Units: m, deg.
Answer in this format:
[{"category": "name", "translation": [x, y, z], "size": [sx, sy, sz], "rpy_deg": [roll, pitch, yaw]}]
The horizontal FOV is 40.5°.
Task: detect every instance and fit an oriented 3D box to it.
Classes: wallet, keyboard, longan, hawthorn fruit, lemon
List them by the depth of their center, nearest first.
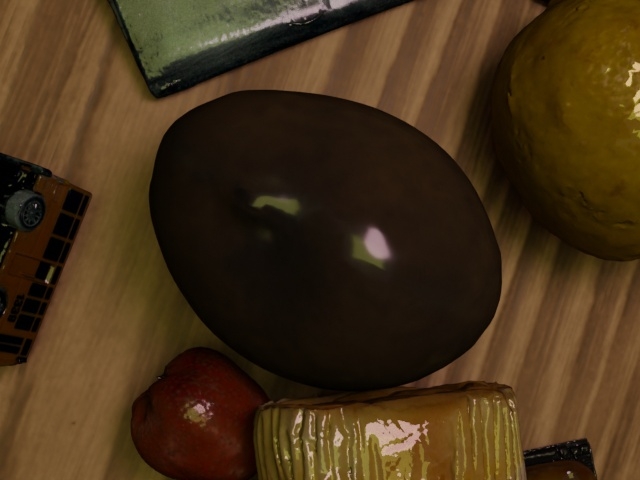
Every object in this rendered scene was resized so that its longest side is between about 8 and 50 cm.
[{"category": "longan", "translation": [0.000, 0.000, 0.815], "size": [0.350, 0.288, 0.288], "rpy_deg": [28, 83, 1]}, {"category": "hawthorn fruit", "translation": [-0.113, 0.180, 0.864], "size": [0.138, 0.133, 0.133], "rpy_deg": [39, 82, -5]}, {"category": "lemon", "translation": [0.304, -0.122, 0.881], "size": [0.260, 0.260, 0.284], "rpy_deg": [-15, 104, -9]}, {"category": "wallet", "translation": [-0.044, -0.302, 0.936], "size": [0.379, 0.046, 0.191], "rpy_deg": [-23, 92, -10]}, {"category": "keyboard", "translation": [0.199, 0.275, 0.958], "size": [0.231, 0.023, 0.072], "rpy_deg": [-9, 86, -9]}]

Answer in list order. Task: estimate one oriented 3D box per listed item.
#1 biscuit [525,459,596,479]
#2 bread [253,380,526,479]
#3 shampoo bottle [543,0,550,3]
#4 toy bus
[{"category": "biscuit", "translation": [0.190, 0.384, 0.917], "size": [0.236, 0.062, 0.291], "rpy_deg": [-9, 96, -8]}, {"category": "bread", "translation": [0.066, 0.202, 0.799], "size": [0.250, 0.179, 0.133], "rpy_deg": [-2, 87, -24]}, {"category": "shampoo bottle", "translation": [0.292, -0.374, 0.981], "size": [0.072, 0.072, 0.214], "rpy_deg": [16, 85, -8]}, {"category": "toy bus", "translation": [-0.314, 0.022, 0.845], "size": [0.098, 0.114, 0.201], "rpy_deg": [18, 84, 22]}]
